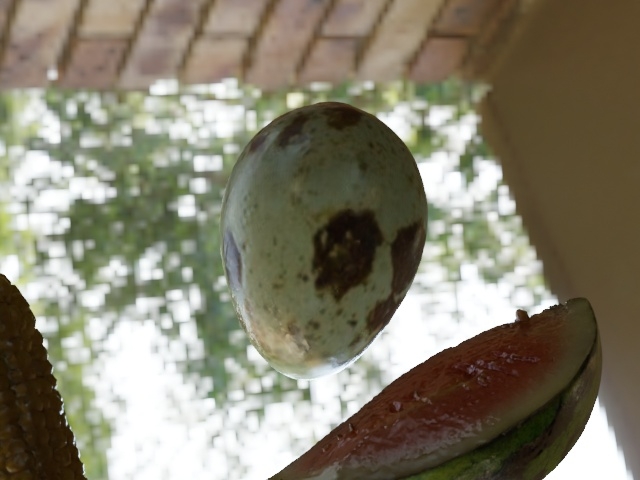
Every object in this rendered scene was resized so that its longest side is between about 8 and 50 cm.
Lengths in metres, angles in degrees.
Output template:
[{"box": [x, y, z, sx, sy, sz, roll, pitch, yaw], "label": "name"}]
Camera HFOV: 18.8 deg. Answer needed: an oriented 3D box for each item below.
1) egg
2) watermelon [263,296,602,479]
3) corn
[{"box": [0.000, 0.000, 1.554, 0.169, 0.169, 0.231, -28, -132, 63], "label": "egg"}, {"box": [0.081, 0.106, 1.146, 0.119, 0.245, 0.063, 43, -22, 46], "label": "watermelon"}, {"box": [-0.210, 0.152, 1.227, 0.119, 0.119, 0.322, -33, -108, 62], "label": "corn"}]
